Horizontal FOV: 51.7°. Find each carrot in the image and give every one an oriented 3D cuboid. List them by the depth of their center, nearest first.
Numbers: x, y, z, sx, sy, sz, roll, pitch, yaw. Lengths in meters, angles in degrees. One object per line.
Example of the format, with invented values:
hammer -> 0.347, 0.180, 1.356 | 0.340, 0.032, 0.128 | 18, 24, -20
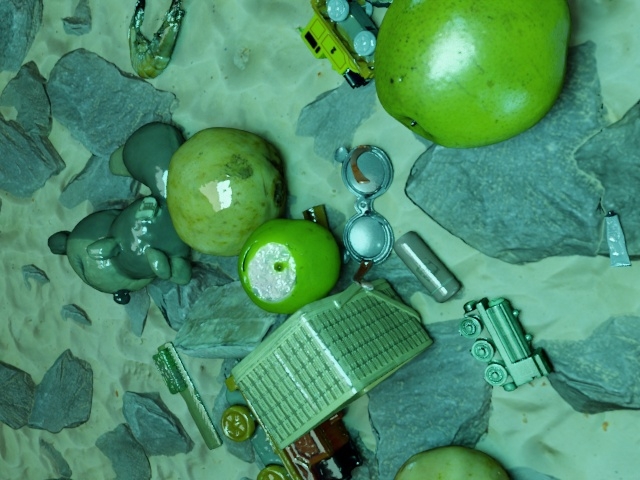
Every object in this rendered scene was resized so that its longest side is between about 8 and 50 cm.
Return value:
carrot -> 0.000, 0.000, 1.314 | 0.048, 0.048, 0.139 | -10, 97, 33

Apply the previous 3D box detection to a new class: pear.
pear -> 0.220, -0.275, 0.984 | 0.294, 0.294, 0.294 | 8, 105, 30
pear -> -0.051, 0.043, 1.209 | 0.188, 0.220, 0.187 | 2, 95, 23

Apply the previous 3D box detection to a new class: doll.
doll -> -0.415, -0.047, 1.495 | 0.382, 0.252, 0.378 | -5, 61, 39

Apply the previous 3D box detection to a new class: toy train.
toy train -> 0.316, 0.174, 1.146 | 0.111, 0.071, 0.170 | -28, 84, 24
toy train -> 0.050, -0.356, 1.181 | 0.219, 0.089, 0.127 | 55, 133, 9
toy train -> -0.059, 0.375, 1.373 | 0.232, 0.163, 0.369 | -36, 81, 24

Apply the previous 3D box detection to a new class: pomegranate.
pomegranate -> 0.231, 0.501, 1.150 | 0.229, 0.270, 0.252 | -13, 101, 25
pomegranate -> -0.184, -0.093, 1.294 | 0.260, 0.260, 0.260 | 8, 105, 30

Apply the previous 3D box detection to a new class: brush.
brush -> -0.325, 0.381, 1.604 | 0.054, 0.048, 0.282 | -33, 84, 36

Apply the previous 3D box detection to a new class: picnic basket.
picnic basket -> 0.025, 0.202, 1.186 | 0.228, 0.313, 0.175 | -45, 73, 31

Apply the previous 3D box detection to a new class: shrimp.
shrimp -> -0.366, -0.459, 1.439 | 0.150, 0.051, 0.217 | 54, 126, 19

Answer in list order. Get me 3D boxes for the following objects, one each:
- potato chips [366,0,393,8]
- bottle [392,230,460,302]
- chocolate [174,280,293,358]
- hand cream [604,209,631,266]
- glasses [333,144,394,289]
potato chips -> 0.142, -0.568, 1.089 | 0.429, 0.070, 0.358 | 23, 109, 25
bottle -> 0.192, 0.048, 1.200 | 0.140, 0.053, 0.053 | 50, 121, 12
chocolate -> -0.170, 0.176, 1.387 | 0.303, 0.185, 0.100 | -6, 136, 38
hand cream -> 0.467, -0.003, 1.043 | 0.030, 0.019, 0.093 | -9, 103, 31
glasses -> 0.056, -0.043, 1.144 | 0.118, 0.268, 0.234 | 3, 102, 14
